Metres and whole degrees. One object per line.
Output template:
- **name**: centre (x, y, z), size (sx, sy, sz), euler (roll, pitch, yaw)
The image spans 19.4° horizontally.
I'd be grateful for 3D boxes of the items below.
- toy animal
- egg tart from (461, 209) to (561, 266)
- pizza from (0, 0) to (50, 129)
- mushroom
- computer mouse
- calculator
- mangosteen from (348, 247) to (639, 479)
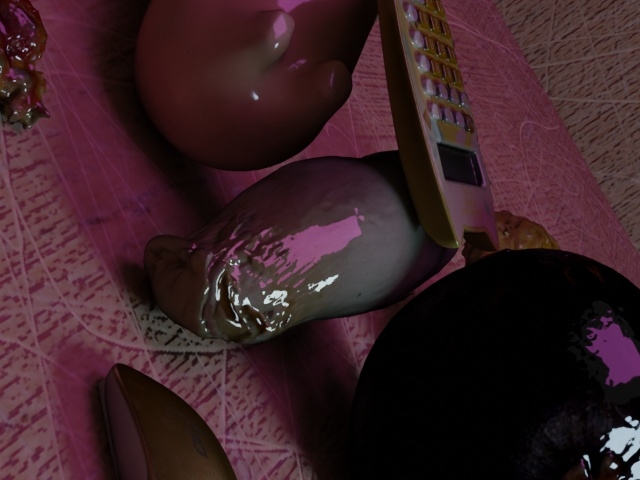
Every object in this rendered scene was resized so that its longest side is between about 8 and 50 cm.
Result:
- **toy animal**: centre (-0.050, -0.190, 1.520), size (0.237, 0.269, 0.326), euler (51, 51, -27)
- **egg tart**: centre (0.194, 0.141, 1.781), size (0.352, 0.150, 0.352), euler (54, 22, -34)
- **pizza**: centre (-0.228, -0.163, 1.214), size (0.193, 0.053, 0.201), euler (51, 19, -29)
- **mushroom**: centre (0.000, 0.000, 1.417), size (0.397, 0.177, 0.126), euler (-21, 101, -74)
- **computer mouse**: centre (-0.083, 0.159, 1.127), size (0.102, 0.045, 0.199), euler (38, 27, -46)
- **calculator**: centre (0.084, -0.105, 1.422), size (0.157, 0.033, 0.236), euler (7, 72, -68)
- **mangosteen**: centre (0.140, 0.126, 1.473), size (0.275, 0.275, 0.302), euler (51, -1, -30)
